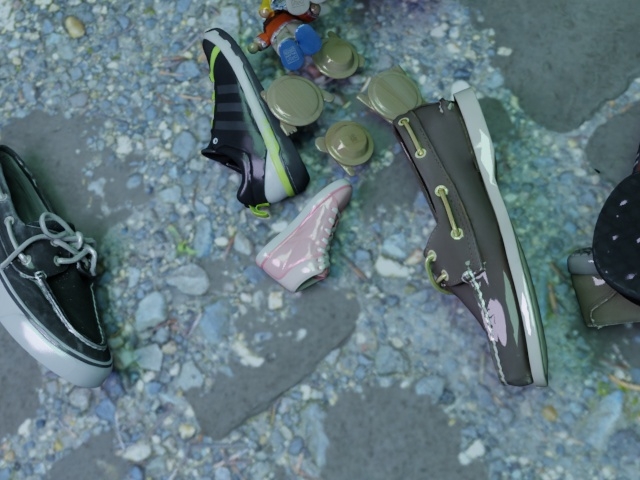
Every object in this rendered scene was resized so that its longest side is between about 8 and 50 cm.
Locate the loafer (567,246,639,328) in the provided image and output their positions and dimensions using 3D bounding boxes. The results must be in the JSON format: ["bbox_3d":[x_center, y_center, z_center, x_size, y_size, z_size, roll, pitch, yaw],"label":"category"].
[{"bbox_3d":[0.368,0.053,0.814,0.251,0.094,0.087,2,97,20],"label":"loafer"}]

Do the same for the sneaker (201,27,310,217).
[{"bbox_3d":[-0.099,-0.135,0.947,0.097,0.084,0.234,-28,70,1],"label":"sneaker"}]

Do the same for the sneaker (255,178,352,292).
[{"bbox_3d":[0.000,0.000,0.905,0.134,0.051,0.070,-44,72,-2],"label":"sneaker"}]

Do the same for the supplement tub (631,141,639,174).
[{"bbox_3d":[0.379,-0.108,0.844,0.106,0.106,0.198,15,76,14],"label":"supplement tub"}]

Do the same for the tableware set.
[{"bbox_3d":[0.027,-0.156,0.934,0.141,0.020,0.168,41,64,3],"label":"tableware set"}]

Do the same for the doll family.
[{"bbox_3d":[0.018,-0.309,0.948,0.263,0.118,0.163,-27,30,0],"label":"doll family"}]

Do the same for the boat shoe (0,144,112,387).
[{"bbox_3d":[-0.299,0.018,0.918,0.105,0.113,0.306,-44,61,10],"label":"boat shoe"}]

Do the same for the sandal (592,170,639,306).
[{"bbox_3d":[0.432,0.035,0.648,0.446,0.107,0.167,23,88,47],"label":"sandal"}]

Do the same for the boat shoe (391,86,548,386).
[{"bbox_3d":[0.149,-0.002,0.849,0.097,0.116,0.324,-15,67,10],"label":"boat shoe"}]
